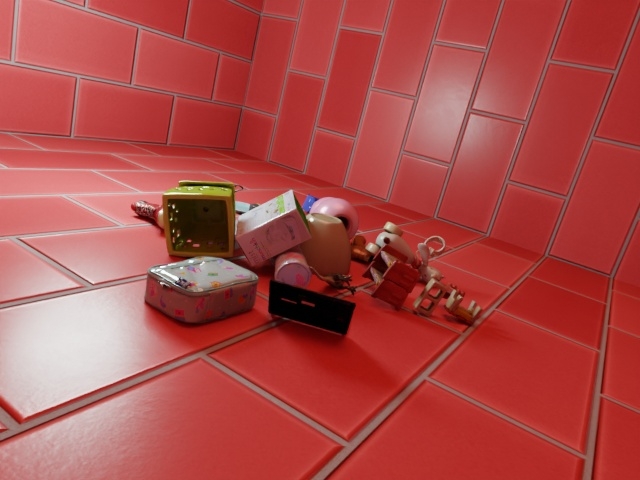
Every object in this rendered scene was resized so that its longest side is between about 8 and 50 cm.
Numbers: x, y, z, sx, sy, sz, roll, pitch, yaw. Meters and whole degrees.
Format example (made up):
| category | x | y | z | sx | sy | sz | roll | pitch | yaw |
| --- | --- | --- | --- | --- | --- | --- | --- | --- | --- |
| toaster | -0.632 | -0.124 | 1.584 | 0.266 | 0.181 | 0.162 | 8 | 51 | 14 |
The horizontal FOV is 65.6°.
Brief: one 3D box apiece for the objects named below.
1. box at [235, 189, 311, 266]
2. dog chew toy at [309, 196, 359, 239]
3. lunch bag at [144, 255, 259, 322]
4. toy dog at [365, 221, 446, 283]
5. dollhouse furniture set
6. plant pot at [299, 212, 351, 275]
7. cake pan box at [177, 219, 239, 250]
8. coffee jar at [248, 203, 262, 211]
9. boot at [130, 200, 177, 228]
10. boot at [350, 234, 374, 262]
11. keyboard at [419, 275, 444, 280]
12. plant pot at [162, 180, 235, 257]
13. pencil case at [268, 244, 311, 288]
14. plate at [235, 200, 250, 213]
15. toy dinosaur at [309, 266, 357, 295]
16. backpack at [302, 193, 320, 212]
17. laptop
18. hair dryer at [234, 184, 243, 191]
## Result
| category | x | y | z | sx | sy | sz | roll | pitch | yaw |
| --- | --- | --- | --- | --- | --- | --- | --- | --- | --- |
| box | -0.170 | -0.052 | 1.755 | 0.231 | 0.126 | 0.262 | -27 | 21 | 3 |
| dog chew toy | 0.044 | -0.102 | 2.216 | 0.207 | 0.206 | 0.332 | 10 | 13 | -17 |
| lunch bag | -0.327 | 0.123 | 1.355 | 0.224 | 0.107 | 0.279 | 24 | 18 | 32 |
| toy dog | 0.349 | 0.055 | 2.016 | 0.334 | 0.220 | 0.161 | 16 | -1 | 6 |
| dollhouse furniture set | 0.355 | 0.184 | 1.768 | 0.374 | 0.152 | 0.201 | 29 | 12 | -10 |
| plant pot | 0.000 | 0.000 | 1.946 | 0.284 | 0.190 | 0.284 | 14 | 15 | -4 |
| cake pan box | -0.396 | -0.038 | 1.959 | 0.246 | 0.070 | 0.267 | 19 | 15 | 24 |
| coffee jar | -0.251 | -0.120 | 2.332 | 0.185 | 0.096 | 0.079 | 2 | 16 | -35 |
| boot | -0.661 | -0.106 | 1.936 | 0.177 | 0.088 | 0.244 | 11 | 7 | -10 |
| boot | 0.192 | 0.045 | 2.193 | 0.153 | 0.072 | 0.197 | 21 | 29 | 29 |
| keyboard | 0.440 | 0.153 | 2.142 | 0.256 | 0.014 | 0.072 | -3 | 28 | -46 |
| plant pot | -0.401 | -0.087 | 1.712 | 0.229 | 0.227 | 0.207 | 1 | 25 | -3 |
| pencil case | -0.109 | 0.080 | 1.704 | 0.124 | 0.113 | 0.273 | -6 | 18 | -10 |
| plate | -0.396 | -0.161 | 2.485 | 0.188 | 0.024 | 0.188 | 14 | 14 | -4 |
| toy dinosaur | 0.058 | 0.136 | 1.690 | 0.118 | 0.063 | 0.268 | 16 | -5 | 23 |
| backpack | -0.025 | -0.187 | 2.790 | 0.120 | 0.097 | 0.101 | 17 | 18 | -47 |
| laptop | -0.019 | 0.168 | 1.418 | 0.235 | 0.264 | 0.136 | 15 | 52 | 4 |
| hair dryer | -0.476 | -0.164 | 2.061 | 0.080 | 0.223 | 0.294 | 47 | 29 | 19 |
